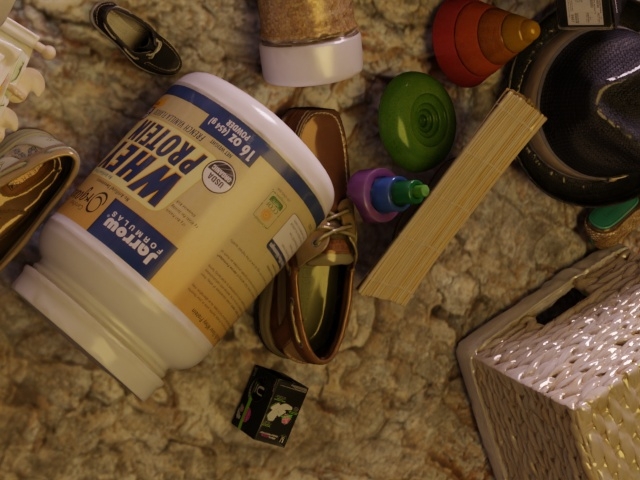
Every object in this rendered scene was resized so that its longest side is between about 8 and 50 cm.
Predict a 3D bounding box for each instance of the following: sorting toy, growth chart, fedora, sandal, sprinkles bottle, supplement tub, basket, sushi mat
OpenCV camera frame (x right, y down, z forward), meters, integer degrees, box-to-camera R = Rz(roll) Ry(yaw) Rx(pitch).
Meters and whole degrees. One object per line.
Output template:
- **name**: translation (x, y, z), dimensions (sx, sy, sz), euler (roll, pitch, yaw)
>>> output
- **sorting toy**: translation (0.167, -0.168, 1.593), dimensions (0.127, 0.126, 0.365), euler (49, 59, -29)
- **growth chart**: translation (-0.400, -0.150, 1.348), dimensions (0.172, 0.021, 0.237), euler (40, 80, -25)
- **fedora**: translation (0.422, -0.188, 1.766), dimensions (0.334, 0.152, 0.334), euler (-4, 99, -27)
- **sandal**: translation (0.155, -0.031, 1.721), dimensions (0.072, 0.049, 0.180), euler (40, 81, -33)
- **sprinkles bottle**: translation (-0.028, -0.359, 1.476), dimensions (0.121, 0.121, 0.355), euler (-17, 111, -27)
- **supplement tub**: translation (-0.162, -0.003, 1.423), dimensions (0.316, 0.228, 0.228), euler (-50, 123, -12)
- **basket**: translation (0.421, 0.232, 1.831), dimensions (0.328, 0.266, 0.331), euler (-31, 115, -21)
- **sushi mat**: translation (0.168, -0.050, 1.631), dimensions (0.316, 0.019, 0.151), euler (-53, 153, 12)

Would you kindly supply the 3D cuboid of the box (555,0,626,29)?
- **box**: translation (0.342, -0.453, 1.611), dimensions (0.242, 0.076, 0.307), euler (-58, 142, -47)

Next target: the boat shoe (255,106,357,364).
- **boat shoe**: translation (0.000, 0.000, 1.590), dimensions (0.122, 0.120, 0.324), euler (-6, 106, -31)

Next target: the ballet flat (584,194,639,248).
- **ballet flat**: translation (0.465, -0.057, 1.909), dimensions (0.206, 0.073, 0.067), euler (-32, 145, -18)

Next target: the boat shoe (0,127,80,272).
- **boat shoe**: translation (-0.373, -0.005, 1.375), dimensions (0.285, 0.089, 0.104), euler (-51, 123, -10)

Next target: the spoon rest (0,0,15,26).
- **spoon rest**: translation (-0.297, -0.354, 1.320), dimensions (0.137, 0.084, 0.276), euler (20, 86, -32)

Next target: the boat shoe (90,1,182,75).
- **boat shoe**: translation (-0.201, -0.225, 1.453), dimensions (0.125, 0.038, 0.046), euler (40, 81, -33)

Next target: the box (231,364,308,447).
- **box**: translation (-0.064, 0.210, 1.642), dimensions (0.052, 0.062, 0.083), euler (23, 90, -36)
